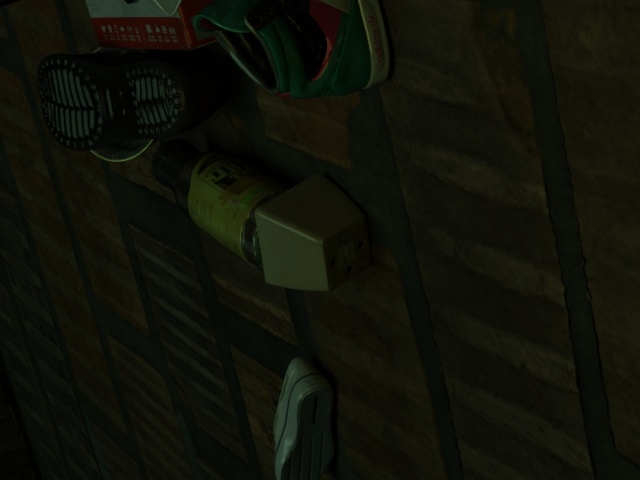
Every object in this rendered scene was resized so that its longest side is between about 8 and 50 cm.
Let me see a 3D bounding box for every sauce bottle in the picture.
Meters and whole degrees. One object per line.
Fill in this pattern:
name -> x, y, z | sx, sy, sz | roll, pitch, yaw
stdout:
sauce bottle -> -0.122, -0.055, 2.053 | 0.344, 0.111, 0.111 | 32, 139, 52

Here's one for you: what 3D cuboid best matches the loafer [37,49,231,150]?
loafer -> -0.254, -0.192, 2.126 | 0.366, 0.130, 0.133 | 11, 110, 47

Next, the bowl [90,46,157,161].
bowl -> -0.267, -0.196, 2.246 | 0.170, 0.080, 0.170 | 1, 91, 32

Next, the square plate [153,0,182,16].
square plate -> -0.194, -0.489, 1.750 | 0.344, 0.049, 0.347 | 50, 134, 18

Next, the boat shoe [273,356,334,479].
boat shoe -> -0.024, 0.256, 2.193 | 0.075, 0.083, 0.226 | -118, 32, -43

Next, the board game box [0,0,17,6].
board game box -> -0.494, -0.415, 2.460 | 0.048, 0.170, 0.141 | 63, 158, 6

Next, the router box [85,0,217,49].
router box -> -0.241, -0.402, 2.026 | 0.335, 0.082, 0.301 | 14, 124, 62

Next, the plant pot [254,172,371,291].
plant pot -> 0.000, 0.000, 1.859 | 0.096, 0.109, 0.109 | 25, 134, 40

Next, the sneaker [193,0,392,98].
sneaker -> -0.052, -0.275, 1.605 | 0.124, 0.178, 0.295 | 7, 117, 64
